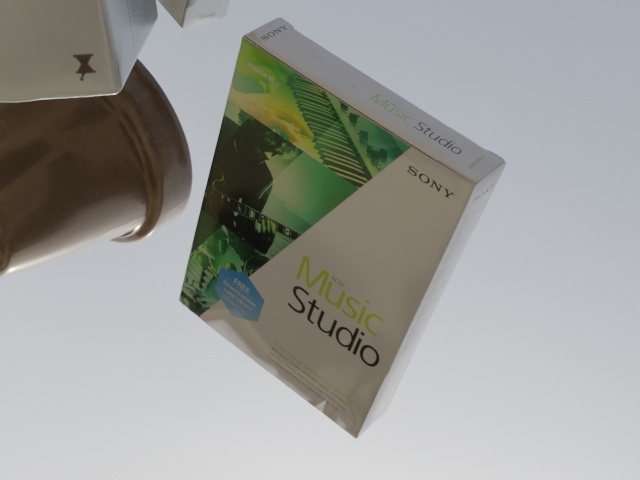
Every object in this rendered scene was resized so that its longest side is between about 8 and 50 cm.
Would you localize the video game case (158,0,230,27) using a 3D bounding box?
[{"bbox_3d":[-0.152,-0.374,0.939,0.269,0.061,0.244,50,-38,22],"label":"video game case"}]

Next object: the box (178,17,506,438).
[{"bbox_3d":[0.000,0.000,0.916,0.232,0.058,0.322,35,-48,18],"label":"box"}]

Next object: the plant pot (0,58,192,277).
[{"bbox_3d":[-0.312,-0.075,1.154,0.263,0.229,0.263,25,-44,27],"label":"plant pot"}]

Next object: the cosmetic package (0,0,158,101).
[{"bbox_3d":[-0.220,-0.207,0.790,0.151,0.183,0.151,-3,-61,2],"label":"cosmetic package"}]
